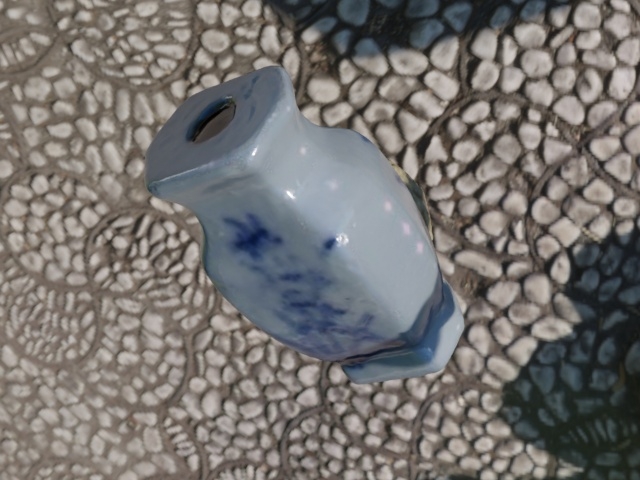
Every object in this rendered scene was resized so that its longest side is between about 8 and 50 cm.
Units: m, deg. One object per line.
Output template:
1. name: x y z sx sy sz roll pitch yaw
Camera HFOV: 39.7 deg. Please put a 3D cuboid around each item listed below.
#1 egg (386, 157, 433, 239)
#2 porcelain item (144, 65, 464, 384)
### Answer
1. egg: 0.073 -0.019 1.389 0.203 0.203 0.245 1 130 18
2. porcelain item: 0.000 0.000 1.010 0.242 0.178 0.405 -14 135 33
